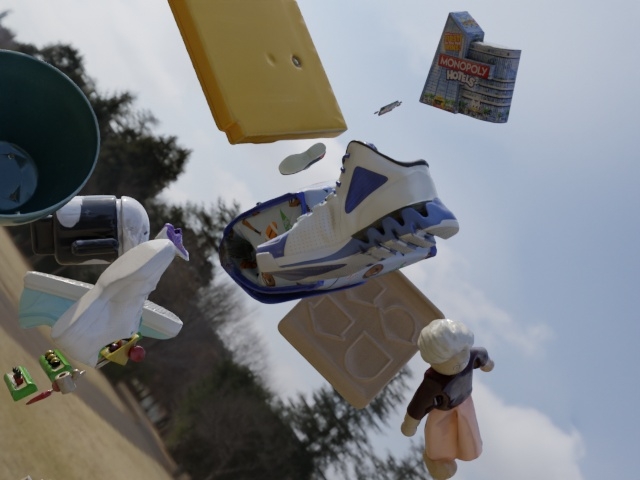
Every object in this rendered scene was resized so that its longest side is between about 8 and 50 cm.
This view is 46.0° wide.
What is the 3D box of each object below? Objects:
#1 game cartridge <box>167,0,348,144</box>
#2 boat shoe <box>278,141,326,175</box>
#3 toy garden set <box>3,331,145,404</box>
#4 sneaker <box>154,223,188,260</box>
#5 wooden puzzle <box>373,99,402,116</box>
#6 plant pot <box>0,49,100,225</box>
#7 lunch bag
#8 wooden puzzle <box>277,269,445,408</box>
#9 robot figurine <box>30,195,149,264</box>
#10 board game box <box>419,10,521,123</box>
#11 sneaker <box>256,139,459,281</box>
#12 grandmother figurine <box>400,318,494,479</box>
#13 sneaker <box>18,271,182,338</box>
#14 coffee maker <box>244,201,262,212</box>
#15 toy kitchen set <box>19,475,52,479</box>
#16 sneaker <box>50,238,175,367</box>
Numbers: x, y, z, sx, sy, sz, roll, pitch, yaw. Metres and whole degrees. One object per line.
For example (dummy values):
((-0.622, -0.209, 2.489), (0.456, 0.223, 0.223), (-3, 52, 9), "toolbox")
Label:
((-0.104, -0.309, 1.338), (0.052, 0.323, 0.286), (-26, -97, 37), "game cartridge")
((-0.045, -0.197, 1.872), (0.049, 0.137, 0.043), (54, -18, 12), "boat shoe")
((-0.442, 0.210, 1.359), (0.203, 0.244, 0.049), (15, -53, 59), "toy garden set")
((-0.406, 0.006, 2.132), (0.068, 0.071, 0.170), (19, -19, 16), "sneaker")
((0.171, -0.333, 1.896), (0.006, 0.083, 0.049), (64, -9, 8), "wooden puzzle")
((-0.537, -0.144, 1.274), (0.290, 0.290, 0.195), (56, -32, 2), "plant pot")
((0.000, 0.000, 1.632), (0.385, 0.327, 0.239), (-10, -89, 55), "lunch bag")
((0.109, 0.224, 2.040), (0.322, 0.348, 0.080), (45, -4, 2), "wooden puzzle")
((-0.566, -0.023, 1.868), (0.174, 0.278, 0.209), (111, -28, -56), "robot figurine")
((0.298, -0.350, 1.506), (0.194, 0.060, 0.194), (29, -55, 42), "board game box")
((0.051, -0.053, 1.194), (0.127, 0.315, 0.182), (28, 48, -63), "sneaker")
((0.223, 0.256, 1.276), (0.104, 0.208, 0.343), (25, -36, 35), "grandmother figurine")
((-0.473, 0.177, 1.605), (0.365, 0.150, 0.135), (14, -3, 14), "sneaker")
((-0.116, -0.024, 2.085), (0.171, 0.120, 0.178), (24, 5, 14), "coffee maker")
((-0.808, 0.688, 2.155), (0.075, 0.068, 0.083), (64, -5, -14), "toy kitchen set")
((-0.279, 0.090, 1.086), (0.094, 0.212, 0.080), (52, -13, -29), "sneaker")
